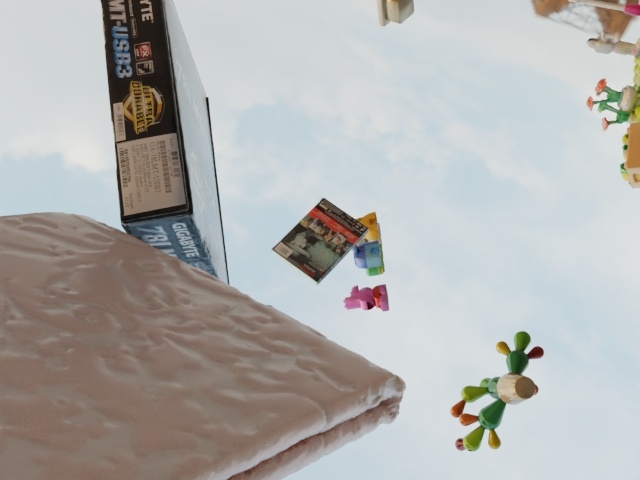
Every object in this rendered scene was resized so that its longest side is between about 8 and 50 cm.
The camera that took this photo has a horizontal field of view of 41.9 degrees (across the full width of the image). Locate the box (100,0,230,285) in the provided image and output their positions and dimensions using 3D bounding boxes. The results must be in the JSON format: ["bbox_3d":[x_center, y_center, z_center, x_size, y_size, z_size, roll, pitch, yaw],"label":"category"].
[{"bbox_3d":[-0.163,-0.102,0.910,0.073,0.295,0.293,-8,-111,-1],"label":"box"}]

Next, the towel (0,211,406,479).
[{"bbox_3d":[-0.156,0.066,0.528,0.331,0.053,0.317,25,-161,28],"label":"towel"}]

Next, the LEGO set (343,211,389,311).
[{"bbox_3d":[0.054,0.020,1.378,0.093,0.087,0.227,-9,-148,7],"label":"LEGO set"}]

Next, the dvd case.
[{"bbox_3d":[0.000,0.000,1.203,0.087,0.013,0.119,35,-118,19],"label":"dvd case"}]

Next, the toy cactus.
[{"bbox_3d":[0.297,0.244,1.325,0.112,0.180,0.219,41,-103,1],"label":"toy cactus"}]

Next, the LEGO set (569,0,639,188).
[{"bbox_3d":[0.274,-0.195,0.745,0.107,0.287,0.132,12,-171,4],"label":"LEGO set"}]

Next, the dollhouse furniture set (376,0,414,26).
[{"bbox_3d":[0.108,-0.526,1.106,0.173,0.356,0.303,26,-125,32],"label":"dollhouse furniture set"}]
